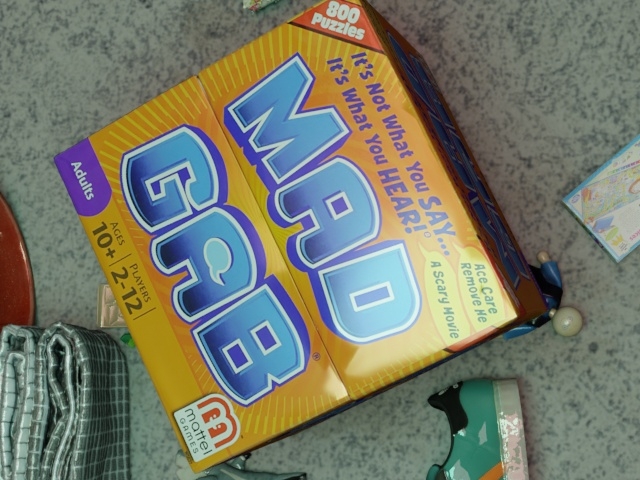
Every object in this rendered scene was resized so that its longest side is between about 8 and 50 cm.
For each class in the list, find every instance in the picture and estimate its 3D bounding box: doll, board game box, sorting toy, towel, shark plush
[{"bbox_3d":[0.233,0.063,1.438,0.189,0.046,0.129,29,90,12],"label":"doll"},{"bbox_3d":[0.388,-0.059,1.444,0.154,0.026,0.103,-40,80,1],"label":"board game box"},{"bbox_3d":[-0.256,0.097,1.510,0.062,0.012,0.083,-1,80,2],"label":"sorting toy"},{"bbox_3d":[-0.299,0.242,1.388,0.121,0.235,0.284,-2,83,1],"label":"towel"},{"bbox_3d":[-0.101,0.287,1.449,0.161,0.073,0.067,-6,52,11],"label":"shark plush"},{"bbox_3d":[0.000,0.000,1.292,0.356,0.356,0.356,-27,81,13],"label":"board game box"}]

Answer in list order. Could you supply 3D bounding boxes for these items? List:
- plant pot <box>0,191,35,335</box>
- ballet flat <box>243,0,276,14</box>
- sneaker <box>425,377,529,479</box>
[{"bbox_3d":[-0.534,0.062,1.437,0.265,0.272,0.272,-14,81,13],"label":"plant pot"},{"bbox_3d":[-0.135,-0.392,1.524,0.077,0.091,0.241,-44,76,23],"label":"ballet flat"},{"bbox_3d":[0.188,0.316,1.387,0.121,0.108,0.302,-5,74,7],"label":"sneaker"}]
